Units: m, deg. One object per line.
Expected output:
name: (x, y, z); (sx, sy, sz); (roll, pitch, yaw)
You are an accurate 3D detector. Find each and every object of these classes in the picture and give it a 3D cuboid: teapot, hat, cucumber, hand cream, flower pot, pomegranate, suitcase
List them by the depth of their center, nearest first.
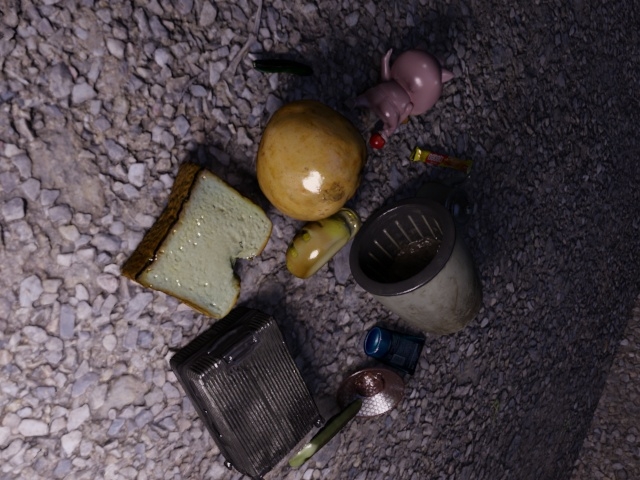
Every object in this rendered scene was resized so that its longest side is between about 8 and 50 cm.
pomegranate: (-0.023, -0.169, 1.259); (0.261, 0.261, 0.260); (-6, 100, -41)
suitcase: (-0.161, 0.340, 1.280); (0.230, 0.152, 0.334); (-38, 117, -32)
cucumber: (-0.085, -0.400, 1.322); (0.184, 0.033, 0.036); (-9, 76, -41)
flower pot: (0.277, 0.092, 1.554); (0.330, 0.294, 0.293); (47, 65, -43)
hat: (0.132, 0.397, 1.591); (0.193, 0.082, 0.192); (-4, 124, -6)
hand cream: (0.226, 0.319, 1.678); (0.271, 0.061, 0.120); (27, 79, -45)
teapot: (0.379, -0.083, 1.694); (0.162, 0.149, 0.239); (28, 77, -41)

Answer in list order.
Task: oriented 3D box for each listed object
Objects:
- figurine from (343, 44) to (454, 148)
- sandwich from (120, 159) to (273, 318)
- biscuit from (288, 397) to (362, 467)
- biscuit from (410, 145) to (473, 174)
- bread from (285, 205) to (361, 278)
figurine: (0.202, -0.386, 1.522); (0.287, 0.176, 0.186); (-45, 166, -9)
sandwich: (-0.238, 0.008, 1.201); (0.249, 0.095, 0.273); (36, 73, -38)
biscuit: (0.023, 0.469, 1.419); (0.099, 0.038, 0.322); (-50, 165, 19)
biscuit: (0.372, -0.244, 1.749); (0.292, 0.026, 0.048); (4, 113, -41)
bread: (0.000, 0.000, 1.364); (0.105, 0.213, 0.213); (43, 62, 4)
